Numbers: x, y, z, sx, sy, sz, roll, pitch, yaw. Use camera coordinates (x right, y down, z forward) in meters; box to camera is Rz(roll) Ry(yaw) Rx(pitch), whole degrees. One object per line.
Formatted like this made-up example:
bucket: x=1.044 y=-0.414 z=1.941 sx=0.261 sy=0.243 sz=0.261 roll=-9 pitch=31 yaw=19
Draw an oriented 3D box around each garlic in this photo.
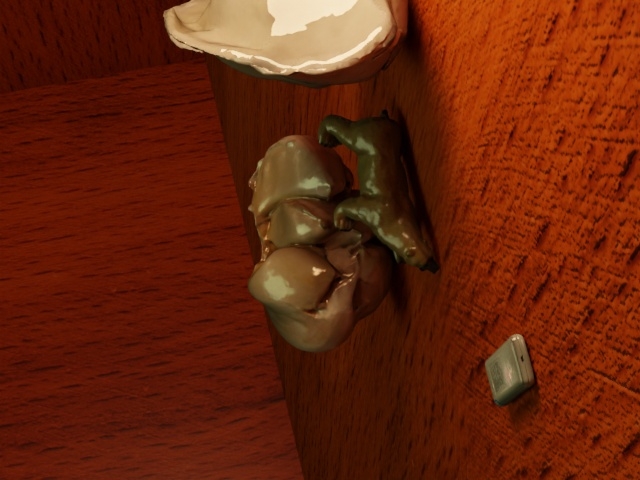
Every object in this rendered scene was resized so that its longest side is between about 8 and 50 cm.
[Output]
garlic: x=0.013 y=0.008 z=1.872 sx=0.203 sy=0.185 sz=0.281 roll=-13 pitch=66 yaw=57

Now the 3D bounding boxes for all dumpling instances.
dumpling: x=-0.038 y=-0.244 z=1.512 sx=0.181 sy=0.260 sz=0.341 roll=79 pitch=179 yaw=-50

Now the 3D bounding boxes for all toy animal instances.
toy animal: x=0.076 y=-0.056 z=1.648 sx=0.101 sy=0.103 sz=0.218 roll=-29 pitch=66 yaw=57

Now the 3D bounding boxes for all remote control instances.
remote control: x=0.181 y=0.126 z=1.355 sx=0.124 sy=0.018 sz=0.053 roll=106 pitch=153 yaw=-72
